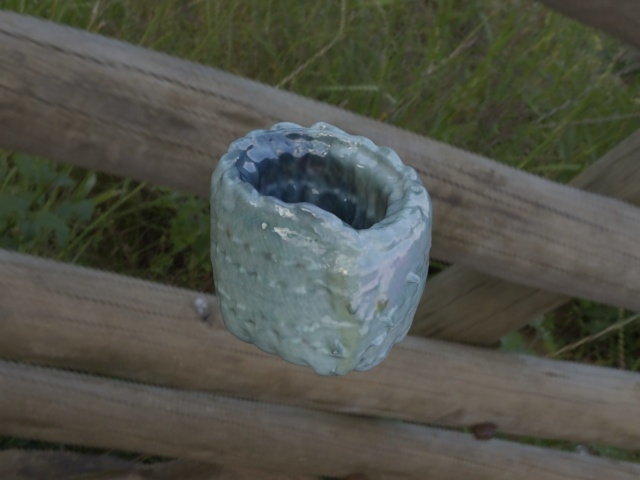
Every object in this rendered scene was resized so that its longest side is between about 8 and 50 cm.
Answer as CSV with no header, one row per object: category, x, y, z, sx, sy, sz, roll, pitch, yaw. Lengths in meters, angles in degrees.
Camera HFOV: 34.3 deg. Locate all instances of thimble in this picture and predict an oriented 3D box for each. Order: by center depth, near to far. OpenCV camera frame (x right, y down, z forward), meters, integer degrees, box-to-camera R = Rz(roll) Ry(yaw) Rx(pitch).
thimble,0.000,0.000,0.969,0.205,0.172,0.250,-5,32,-14
